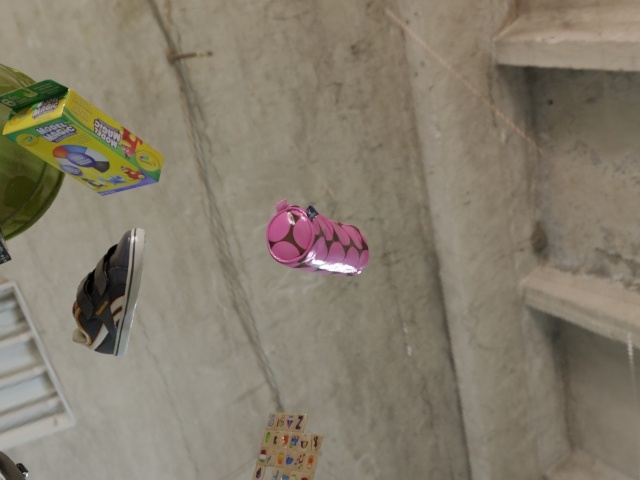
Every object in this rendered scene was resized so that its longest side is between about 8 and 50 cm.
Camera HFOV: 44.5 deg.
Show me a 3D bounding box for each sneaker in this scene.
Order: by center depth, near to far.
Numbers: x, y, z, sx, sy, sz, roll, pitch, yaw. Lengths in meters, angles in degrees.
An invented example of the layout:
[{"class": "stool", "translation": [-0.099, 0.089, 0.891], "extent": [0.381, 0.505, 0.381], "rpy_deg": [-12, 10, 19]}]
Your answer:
[{"class": "sneaker", "translation": [-0.442, 0.110, 1.618], "extent": [0.126, 0.127, 0.321], "rpy_deg": [-104, -151, -56]}]

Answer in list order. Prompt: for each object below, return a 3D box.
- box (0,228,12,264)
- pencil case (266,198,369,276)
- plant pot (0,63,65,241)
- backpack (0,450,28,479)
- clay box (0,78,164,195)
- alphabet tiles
[{"class": "box", "translation": [-0.511, -0.004, 1.182], "extent": [0.083, 0.052, 0.062], "rpy_deg": [48, -22, 44]}, {"class": "pencil case", "translation": [0.000, 0.000, 1.222], "extent": [0.095, 0.209, 0.098], "rpy_deg": [-32, -112, 17]}, {"class": "plant pot", "translation": [-0.668, -0.186, 1.330], "extent": [0.367, 0.366, 0.353], "rpy_deg": [58, -3, 6]}, {"class": "backpack", "translation": [-0.572, 0.471, 1.215], "extent": [0.225, 0.253, 0.191], "rpy_deg": [40, -9, 23]}, {"class": "clay box", "translation": [-0.350, -0.144, 1.132], "extent": [0.127, 0.222, 0.053], "rpy_deg": [-9, -118, 32]}, {"class": "alphabet tiles", "translation": [-0.073, 0.466, 1.663], "extent": [0.009, 0.198, 0.237], "rpy_deg": [26, -22, -28]}]
